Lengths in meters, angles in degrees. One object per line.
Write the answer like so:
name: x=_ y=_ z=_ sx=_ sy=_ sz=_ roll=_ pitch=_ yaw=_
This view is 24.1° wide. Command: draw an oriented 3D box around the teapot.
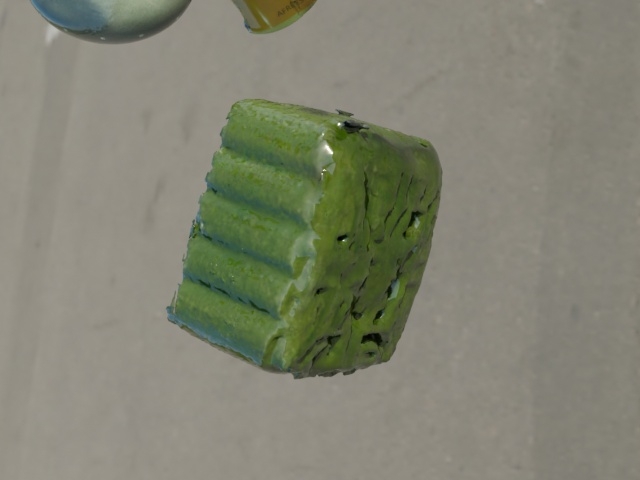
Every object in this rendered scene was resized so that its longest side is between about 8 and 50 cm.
teapot: x=-0.215 y=-0.328 z=1.506 sx=0.251 sy=0.183 sz=0.183 roll=96 pitch=166 yaw=-50

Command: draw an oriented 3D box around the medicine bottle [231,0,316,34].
medicine bottle: x=-0.098 y=-0.359 z=1.743 sx=0.124 sy=0.239 sz=0.124 roll=-21 pitch=45 yaw=22

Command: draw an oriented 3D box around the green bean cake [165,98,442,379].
green bean cake: x=0.000 y=0.000 z=1.444 sx=0.156 sy=0.250 sz=0.247 roll=21 pitch=97 yaw=32
